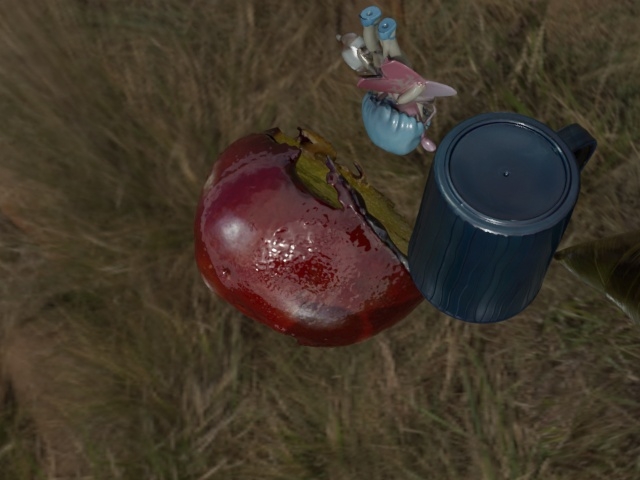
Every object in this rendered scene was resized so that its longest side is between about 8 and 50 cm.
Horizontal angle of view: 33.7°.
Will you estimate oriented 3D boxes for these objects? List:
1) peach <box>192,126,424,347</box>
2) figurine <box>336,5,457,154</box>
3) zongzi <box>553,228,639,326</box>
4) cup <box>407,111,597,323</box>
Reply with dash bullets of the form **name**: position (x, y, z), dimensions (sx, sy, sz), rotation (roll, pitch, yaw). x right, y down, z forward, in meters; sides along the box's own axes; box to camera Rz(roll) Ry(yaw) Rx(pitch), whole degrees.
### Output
- **peach**: position (0.000, 0.000, 1.800), dimensions (0.416, 0.339, 0.353), rotation (8, 111, 2)
- **figurine**: position (0.084, -0.233, 1.542), dimensions (0.205, 0.260, 0.103), rotation (30, 69, 30)
- **zongzi**: position (0.411, 0.080, 1.215), dimensions (0.432, 0.403, 0.208), rotation (3, 108, 33)
- **cup**: position (0.137, -0.031, 0.816), dimensions (0.113, 0.138, 0.150), rotation (20, 62, 8)
